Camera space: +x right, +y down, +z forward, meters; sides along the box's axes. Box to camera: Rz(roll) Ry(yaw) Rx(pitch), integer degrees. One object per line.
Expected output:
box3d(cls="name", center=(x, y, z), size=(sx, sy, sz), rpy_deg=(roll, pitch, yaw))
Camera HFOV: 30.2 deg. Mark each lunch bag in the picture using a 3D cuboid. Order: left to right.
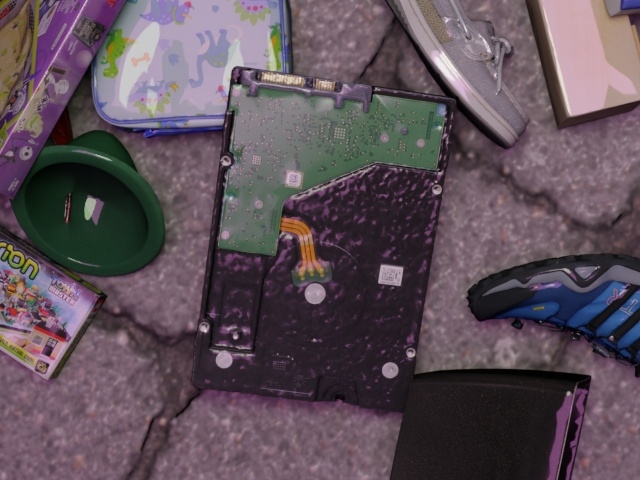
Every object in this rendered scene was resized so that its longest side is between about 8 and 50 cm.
box3d(cls="lunch bag", center=(-0.140, -0.201, 1.294), size=(0.219, 0.090, 0.176), rpy_deg=(-4, 88, 4))

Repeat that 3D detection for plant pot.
box3d(cls="plant pot", center=(0.172, 0.214, 1.218), size=(0.167, 0.188, 0.187), rpy_deg=(12, 90, 19))

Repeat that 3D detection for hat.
box3d(cls="hat", center=(-0.242, -0.094, 1.334), size=(0.173, 0.184, 0.208), rpy_deg=(-2, 130, 13))

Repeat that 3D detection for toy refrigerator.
box3d(cls="toy refrigerator", center=(0.268, -0.264, 1.253), size=(0.094, 0.102, 0.270), rpy_deg=(-13, 87, 5))

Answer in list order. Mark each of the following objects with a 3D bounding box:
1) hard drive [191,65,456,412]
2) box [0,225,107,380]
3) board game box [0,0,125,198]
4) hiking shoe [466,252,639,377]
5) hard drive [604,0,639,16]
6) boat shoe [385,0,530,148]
box3d(cls="hard drive", center=(0.000, 0.000, 1.248), size=(0.236, 0.064, 0.339), rpy_deg=(7, 100, -5))
box3d(cls="box", center=(-0.357, 0.054, 1.333), size=(0.207, 0.036, 0.114), rpy_deg=(32, 91, 5))
box3d(cls="board game box", center=(-0.304, -0.235, 1.275), size=(0.208, 0.056, 0.347), rpy_deg=(33, 93, 49))
box3d(cls="hiking shoe", center=(0.306, 0.079, 1.233), size=(0.304, 0.113, 0.132), rpy_deg=(-4, 87, 5))
box3d(cls="hard drive", center=(0.425, -0.352, 1.218), size=(0.318, 0.040, 0.210), rpy_deg=(-9, 86, -14))
box3d(cls="boat shoe", center=(0.135, -0.246, 1.260), size=(0.103, 0.118, 0.320), rpy_deg=(-32, 79, 7))
